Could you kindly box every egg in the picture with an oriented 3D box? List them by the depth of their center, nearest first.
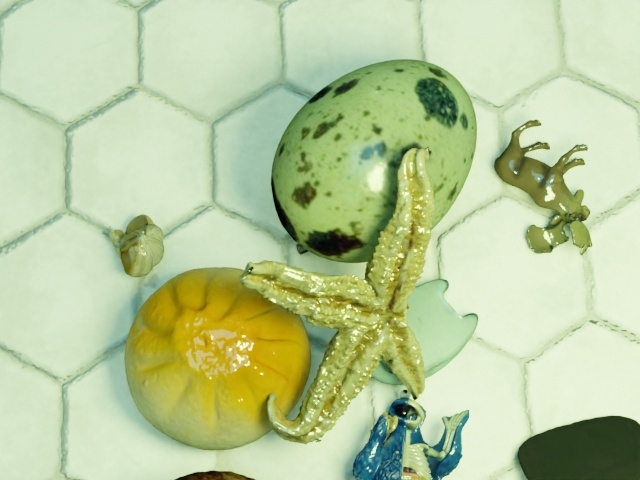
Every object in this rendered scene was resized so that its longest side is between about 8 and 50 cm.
[{"bbox_3d":[0.091,-0.131,1.926,0.287,0.287,0.379,42,78,11],"label":"egg"}]

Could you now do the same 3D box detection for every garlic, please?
[{"bbox_3d":[-0.295,0.007,1.993,0.074,0.094,0.113,13,62,-39],"label":"garlic"}]

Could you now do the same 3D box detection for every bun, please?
[{"bbox_3d":[-0.167,0.175,1.899,0.299,0.165,0.298,0,72,-1],"label":"bun"}]

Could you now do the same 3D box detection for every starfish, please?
[{"bbox_3d":[0.033,0.091,1.789,0.324,0.432,0.082,-14,30,-18],"label":"starfish"}]

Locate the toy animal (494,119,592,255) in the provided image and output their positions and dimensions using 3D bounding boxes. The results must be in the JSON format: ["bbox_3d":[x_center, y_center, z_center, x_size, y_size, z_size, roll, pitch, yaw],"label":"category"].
[{"bbox_3d":[0.383,-0.079,2.025,0.214,0.093,0.186,30,71,15],"label":"toy animal"}]

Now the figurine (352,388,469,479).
[{"bbox_3d":[0.135,0.363,1.879,0.164,0.120,0.262,9,60,15],"label":"figurine"}]

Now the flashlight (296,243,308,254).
[{"bbox_3d":[0.000,0.000,2.026,0.083,0.018,0.018,-23,71,-7],"label":"flashlight"}]

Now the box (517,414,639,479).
[{"bbox_3d":[0.431,0.364,1.869,0.213,0.042,0.201,-16,44,-8],"label":"box"}]

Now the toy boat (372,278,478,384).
[{"bbox_3d":[0.155,0.155,1.964,0.208,0.079,0.134,-39,85,-22],"label":"toy boat"}]

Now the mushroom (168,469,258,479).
[{"bbox_3d":[-0.158,0.487,1.705,0.331,0.356,0.334,-13,72,-3],"label":"mushroom"}]
